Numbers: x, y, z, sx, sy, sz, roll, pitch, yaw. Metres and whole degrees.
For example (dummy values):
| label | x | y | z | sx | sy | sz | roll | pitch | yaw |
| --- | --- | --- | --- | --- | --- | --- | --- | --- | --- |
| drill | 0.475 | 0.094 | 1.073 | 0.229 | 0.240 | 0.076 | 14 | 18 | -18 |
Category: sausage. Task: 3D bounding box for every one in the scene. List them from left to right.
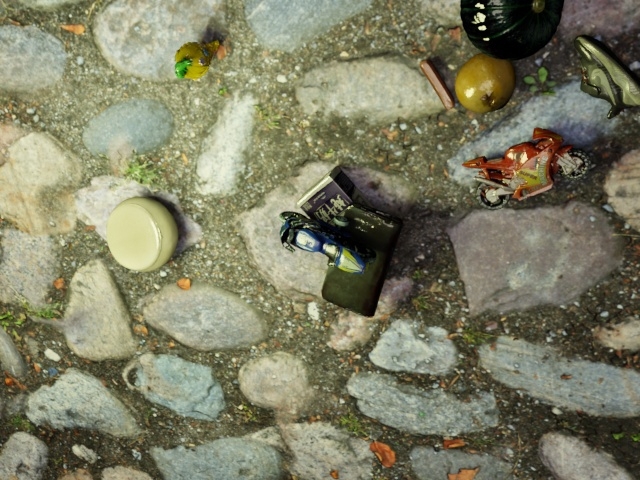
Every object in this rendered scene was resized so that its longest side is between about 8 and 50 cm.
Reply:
| label | x | y | z | sx | sy | sz | roll | pitch | yaw |
| --- | --- | --- | --- | --- | --- | --- | --- | --- | --- |
| sausage | 0.300 | -0.400 | 1.817 | 0.035 | 0.030 | 0.147 | -28 | 102 | 23 |

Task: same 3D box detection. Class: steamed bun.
| label | x | y | z | sx | sy | sz | roll | pitch | yaw |
| --- | --- | --- | --- | --- | --- | --- | --- | --- | --- |
| steamed bun | -0.533 | -0.022 | 2.175 | 0.232 | 0.145 | 0.231 | 5 | 102 | 24 |

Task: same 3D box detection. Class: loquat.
| label | x | y | z | sx | sy | sz | roll | pitch | yaw |
| --- | --- | --- | --- | --- | --- | --- | --- | --- | --- |
| loquat | 0.403 | -0.385 | 1.730 | 0.137 | 0.163 | 0.163 | 20 | 119 | -15 |

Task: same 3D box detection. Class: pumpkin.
| label | x | y | z | sx | sy | sz | roll | pitch | yaw |
| --- | --- | --- | --- | --- | --- | --- | --- | --- | --- |
| pumpkin | 0.420 | -0.542 | 1.634 | 0.248 | 0.248 | 0.248 | 6 | 114 | 15 |

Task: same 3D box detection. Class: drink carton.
| label | x | y | z | sx | sy | sz | roll | pitch | yaw |
| --- | --- | --- | --- | --- | --- | --- | --- | --- | --- |
| drink carton | 0.063 | -0.078 | 1.993 | 0.134 | 0.102 | 0.222 | -39 | 99 | 25 |

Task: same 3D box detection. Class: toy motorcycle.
| label | x | y | z | sx | sy | sz | roll | pitch | yaw |
| --- | --- | --- | --- | --- | --- | --- | --- | --- | --- |
| toy motorcycle | 0.000 | 0.000 | 1.867 | 0.315 | 0.169 | 0.113 | 27 | 116 | 24 |
| toy motorcycle | 0.524 | -0.187 | 1.806 | 0.298 | 0.089 | 0.171 | -21 | 103 | 25 |

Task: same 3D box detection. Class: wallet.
| label | x | y | z | sx | sy | sz | roll | pitch | yaw |
| --- | --- | --- | --- | --- | --- | --- | --- | --- | --- |
| wallet | 0.109 | 0.056 | 1.958 | 0.173 | 0.045 | 0.318 | 21 | 119 | 10 |

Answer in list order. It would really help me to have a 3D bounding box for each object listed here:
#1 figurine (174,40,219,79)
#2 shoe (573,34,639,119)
| label | x | y | z | sx | sy | sz | roll | pitch | yaw |
| --- | --- | --- | --- | --- | --- | --- | --- | --- | --- |
| figurine | -0.331 | -0.491 | 1.905 | 0.115 | 0.156 | 0.094 | -32 | 100 | 29 |
| shoe | 0.666 | -0.382 | 1.680 | 0.227 | 0.099 | 0.112 | 41 | 125 | -3 |
